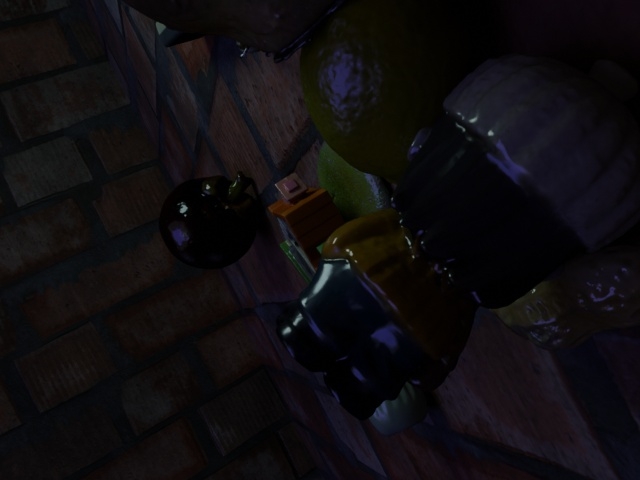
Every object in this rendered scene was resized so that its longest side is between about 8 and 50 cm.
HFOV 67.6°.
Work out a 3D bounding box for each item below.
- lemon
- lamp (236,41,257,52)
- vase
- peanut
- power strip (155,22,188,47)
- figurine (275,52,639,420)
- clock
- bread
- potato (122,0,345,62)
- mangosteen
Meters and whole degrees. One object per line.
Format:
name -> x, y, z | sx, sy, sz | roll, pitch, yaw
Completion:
lemon -> 0.070, -0.167, 0.504 | 0.184, 0.184, 0.248 | 38, 144, 48
lamp -> -0.138, -0.423, 0.819 | 0.106, 0.106, 0.193 | 50, 165, 31
vase -> 0.124, 0.270, 1.002 | 0.128, 0.128, 0.248 | 113, 135, -64
peanut -> 0.253, 0.057, 0.485 | 0.099, 0.099, 0.214 | 59, 152, 11
power strip -> -0.288, -0.495, 1.065 | 0.257, 0.105, 0.070 | 22, 135, 59
figurine -> 0.119, -0.004, 0.391 | 0.185, 0.332, 0.204 | 45, 164, -1
clock -> 0.000, 0.000, 0.913 | 0.220, 0.106, 0.255 | 51, 167, 27
bread -> 0.055, -0.081, 0.855 | 0.228, 0.033, 0.228 | 50, 158, 30
potato -> -0.093, -0.335, 0.430 | 0.237, 0.289, 0.301 | 30, -172, -37
mangosteen -> -0.320, -0.054, 1.436 | 0.293, 0.297, 0.297 | -3, 119, 26
